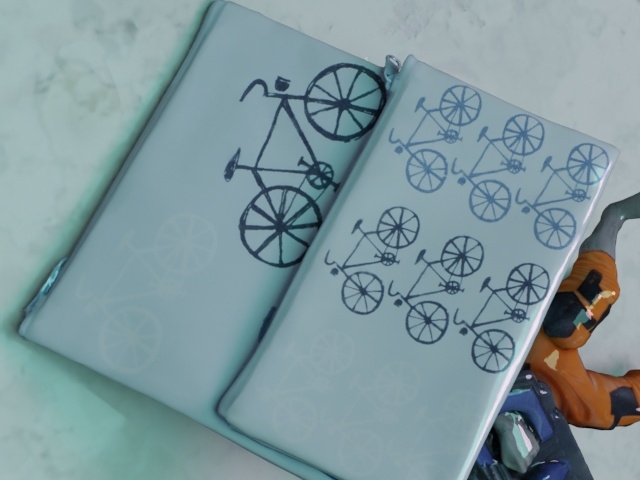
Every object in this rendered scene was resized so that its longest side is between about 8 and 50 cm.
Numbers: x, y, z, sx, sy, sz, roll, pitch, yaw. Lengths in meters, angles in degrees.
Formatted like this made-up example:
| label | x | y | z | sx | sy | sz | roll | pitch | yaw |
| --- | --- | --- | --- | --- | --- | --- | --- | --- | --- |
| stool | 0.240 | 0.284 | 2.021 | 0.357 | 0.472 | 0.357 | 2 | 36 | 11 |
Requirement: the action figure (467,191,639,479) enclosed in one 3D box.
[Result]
| label | x | y | z | sx | sy | sz | roll | pitch | yaw |
| --- | --- | --- | --- | --- | --- | --- | --- | --- | --- |
| action figure | 0.178 | 0.158 | 1.320 | 0.330 | 0.178 | 0.341 | -33 | 130 | -17 |

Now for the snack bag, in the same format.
| label | x | y | z | sx | sy | sz | roll | pitch | yaw |
| --- | --- | --- | --- | --- | --- | --- | --- | --- | --- |
| snack bag | 0.000 | 0.000 | 1.163 | 0.342 | 0.037 | 0.323 | 26 | 74 | 10 |
